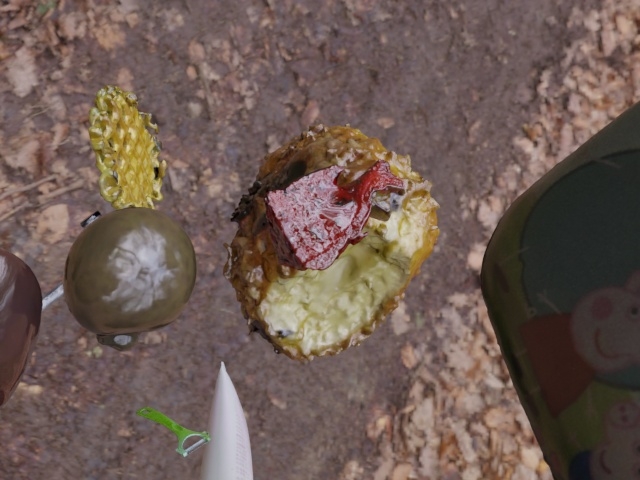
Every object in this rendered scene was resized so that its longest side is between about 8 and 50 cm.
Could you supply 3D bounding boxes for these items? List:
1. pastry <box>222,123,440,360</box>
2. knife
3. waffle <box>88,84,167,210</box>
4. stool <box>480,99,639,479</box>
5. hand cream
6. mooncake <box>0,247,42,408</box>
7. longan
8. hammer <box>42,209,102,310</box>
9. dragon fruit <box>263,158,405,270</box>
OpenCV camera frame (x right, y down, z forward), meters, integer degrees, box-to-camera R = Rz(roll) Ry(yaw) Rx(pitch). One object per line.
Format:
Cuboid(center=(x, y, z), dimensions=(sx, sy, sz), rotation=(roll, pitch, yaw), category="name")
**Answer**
Cuboid(center=(0.003, -0.016, 1.349), dimensions=(0.292, 0.405, 0.337), rotation=(21, 33, -24), category="pastry")
Cuboid(center=(-0.288, 0.353, 1.549), dimensions=(0.078, 0.166, 0.022), rotation=(-18, 125, -50), category="knife")
Cuboid(center=(-0.371, -0.168, 1.579), dimensions=(0.280, 0.060, 0.262), rotation=(-26, 113, -76), category="waffle")
Cuboid(center=(0.287, 0.060, 0.419), dimensions=(0.226, 0.310, 0.310), rotation=(23, 41, -39), category="stool")
Cuboid(center=(-0.200, 0.444, 1.732), dimensions=(0.358, 0.118, 0.185), rotation=(-96, 173, -54), category="hand cream")
Cuboid(center=(-0.472, 0.066, 0.821), dimensions=(0.333, 0.326, 0.174), rotation=(60, 25, -42), category="mooncake")
Cuboid(center=(-0.252, 0.056, 1.069), dimensions=(0.185, 0.159, 0.204), rotation=(-22, 132, -51), category="longan")
Cuboid(center=(-0.538, 0.124, 1.502), dimensions=(0.427, 0.044, 0.152), rotation=(-38, 105, -17), category="hammer")
Cuboid(center=(0.018, -0.040, 1.057), dimensions=(0.192, 0.092, 0.122), rotation=(-39, 78, -17), category="dragon fruit")
